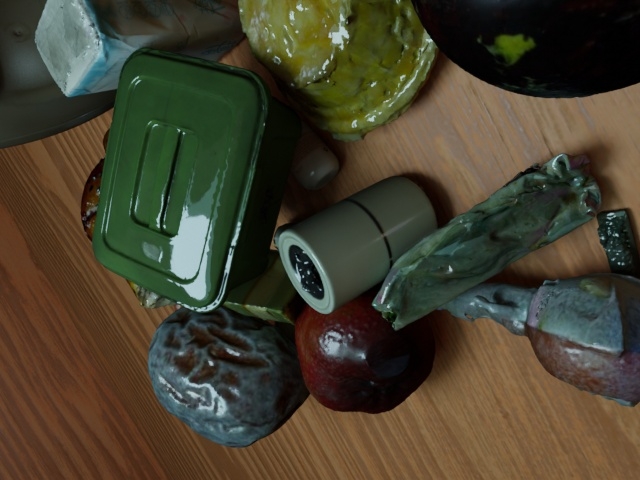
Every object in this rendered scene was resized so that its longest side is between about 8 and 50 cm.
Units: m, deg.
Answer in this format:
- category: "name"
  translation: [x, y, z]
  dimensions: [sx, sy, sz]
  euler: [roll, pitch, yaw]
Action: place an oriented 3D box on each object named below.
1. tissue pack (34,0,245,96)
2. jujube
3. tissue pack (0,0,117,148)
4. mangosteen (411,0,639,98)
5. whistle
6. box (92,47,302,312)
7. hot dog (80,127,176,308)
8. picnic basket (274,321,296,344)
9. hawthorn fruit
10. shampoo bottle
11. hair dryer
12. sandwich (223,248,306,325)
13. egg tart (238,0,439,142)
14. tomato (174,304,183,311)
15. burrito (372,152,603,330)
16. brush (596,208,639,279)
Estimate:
- category: "tissue pack"
  translation: [-0.281, -0.331, 0.730]
  dimensions: [0.202, 0.271, 0.124]
  euler: [-8, 108, 46]
- category: "jujube"
  translation: [-0.168, 0.244, 0.860]
  dimensions: [0.308, 0.246, 0.215]
  euler: [15, 112, 13]
- category: "tissue pack"
  translation: [-0.580, -0.357, 0.923]
  dimensions: [0.267, 0.387, 0.277]
  euler: [56, 159, 0]
- category: "mangosteen"
  translation: [0.192, -0.253, 0.338]
  dimensions: [0.288, 0.288, 0.287]
  euler: [23, 127, 33]
- category: "whistle"
  translation: [0.270, 0.096, 0.546]
  dimensions: [0.346, 0.142, 0.133]
  euler: [10, 115, 56]
- category: "box"
  translation: [-0.178, -0.086, 0.684]
  dimensions: [0.253, 0.178, 0.328]
  euler: [21, 101, 19]
- category: "hot dog"
  translation: [-0.345, -0.103, 0.951]
  dimensions: [0.365, 0.196, 0.367]
  euler: [40, 104, 31]
- category: "picnic basket"
  translation: [-0.030, 0.190, 0.940]
  dimensions: [0.115, 0.079, 0.164]
  euler: [33, 133, 25]
- category: "hawthorn fruit"
  translation: [0.049, 0.145, 0.756]
  dimensions: [0.266, 0.210, 0.230]
  euler: [48, 147, 37]
- category: "shampoo bottle"
  translation: [-0.051, -0.170, 0.752]
  dimensions: [0.192, 0.074, 0.074]
  euler: [50, 138, 10]
- category: "hair dryer"
  translation: [0.000, 0.000, 0.746]
  dimensions: [0.362, 0.203, 0.128]
  euler: [1, 118, 62]
- category: "sandwich"
  translation: [-0.084, 0.064, 0.789]
  dimensions: [0.117, 0.144, 0.187]
  euler: [8, 164, 7]
- category: "egg tart"
  translation: [-0.001, -0.297, 0.587]
  dimensions: [0.341, 0.132, 0.341]
  euler: [23, 126, 35]
- category: "tomato"
  translation: [-0.252, 0.126, 1.056]
  dimensions: [0.151, 0.187, 0.187]
  euler: [29, 136, 64]
- category: "burrito"
  translation: [0.183, 0.008, 0.556]
  dimensions: [0.309, 0.066, 0.096]
  euler: [-38, 107, 22]
- category: "brush"
  translation: [0.358, 0.056, 0.528]
  dimensions: [0.034, 0.028, 0.190]
  euler: [-9, 107, 48]
